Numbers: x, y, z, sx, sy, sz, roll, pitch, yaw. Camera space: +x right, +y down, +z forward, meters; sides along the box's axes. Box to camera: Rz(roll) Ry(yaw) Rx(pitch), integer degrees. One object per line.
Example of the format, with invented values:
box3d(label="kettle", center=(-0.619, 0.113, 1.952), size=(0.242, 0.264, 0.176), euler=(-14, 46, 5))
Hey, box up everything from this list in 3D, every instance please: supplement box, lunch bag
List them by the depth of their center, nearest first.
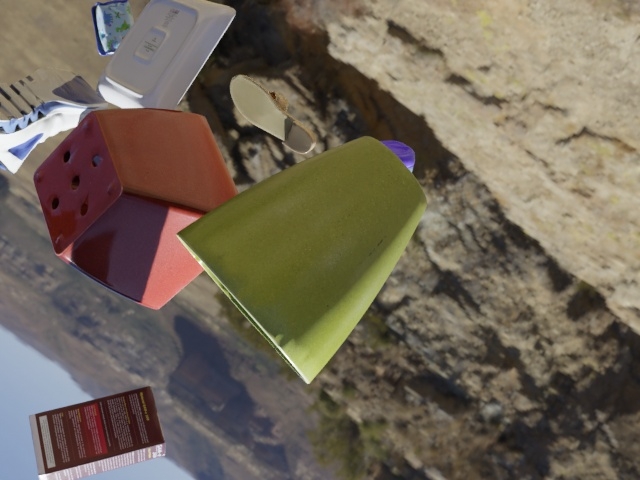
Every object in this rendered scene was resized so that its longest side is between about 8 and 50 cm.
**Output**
box3d(label="supplement box", center=(-0.435, 0.382, 1.658), size=(0.073, 0.239, 0.130), euler=(103, 151, -53))
box3d(label="lunch bag", center=(-0.519, -0.534, 2.131), size=(0.151, 0.096, 0.129), euler=(-147, 48, -70))

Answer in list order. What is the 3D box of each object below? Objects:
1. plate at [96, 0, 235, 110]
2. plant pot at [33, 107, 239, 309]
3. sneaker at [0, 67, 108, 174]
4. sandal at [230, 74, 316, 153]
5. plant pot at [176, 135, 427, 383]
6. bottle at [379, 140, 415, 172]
box3d(label="plate", center=(-0.326, -0.382, 1.695), size=(0.277, 0.278, 0.045), euler=(31, 177, 44))
box3d(label="plant pot", center=(-0.325, -0.071, 1.446), size=(0.235, 0.267, 0.267), euler=(15, -138, -52))
box3d(label="sneaker", center=(-0.615, -0.244, 1.766), size=(0.127, 0.315, 0.182), euler=(47, 125, 11))
box3d(label="sandal", center=(-0.100, -0.292, 1.939), size=(0.240, 0.079, 0.088), euler=(41, 122, 5))
box3d(label="plant pot", center=(0.000, 0.000, 1.188), size=(0.275, 0.293, 0.275), euler=(48, 172, 9))
box3d(label="bottle", center=(0.132, -0.083, 1.925), size=(0.092, 0.118, 0.283), euler=(38, 127, 41))
